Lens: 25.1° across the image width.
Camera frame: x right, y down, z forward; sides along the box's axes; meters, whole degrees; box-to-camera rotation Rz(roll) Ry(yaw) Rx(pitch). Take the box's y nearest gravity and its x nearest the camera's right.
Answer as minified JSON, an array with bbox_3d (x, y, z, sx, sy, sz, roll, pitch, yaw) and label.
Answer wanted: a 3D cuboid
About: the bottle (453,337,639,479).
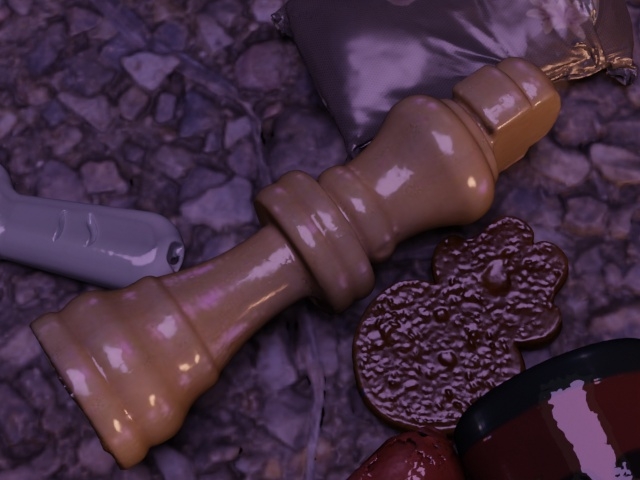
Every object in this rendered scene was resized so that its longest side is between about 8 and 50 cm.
[{"bbox_3d":[0.208,0.234,0.858,0.144,0.144,0.336,-21,69,-6],"label":"bottle"}]

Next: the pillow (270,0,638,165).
[{"bbox_3d":[0.105,-0.158,1.080,0.255,0.059,0.169,-19,69,-6],"label":"pillow"}]

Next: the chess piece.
[{"bbox_3d":[0.000,0.000,0.983,0.397,0.117,0.117,-33,68,-10],"label":"chess piece"}]

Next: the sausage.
[{"bbox_3d":[0.040,0.179,0.925,0.076,0.076,0.141,41,71,18],"label":"sausage"}]

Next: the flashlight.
[{"bbox_3d":[-0.195,-0.005,1.034,0.200,0.047,0.093,12,67,9],"label":"flashlight"}]

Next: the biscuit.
[{"bbox_3d":[0.100,0.062,0.999,0.124,0.026,0.175,39,75,19],"label":"biscuit"}]
